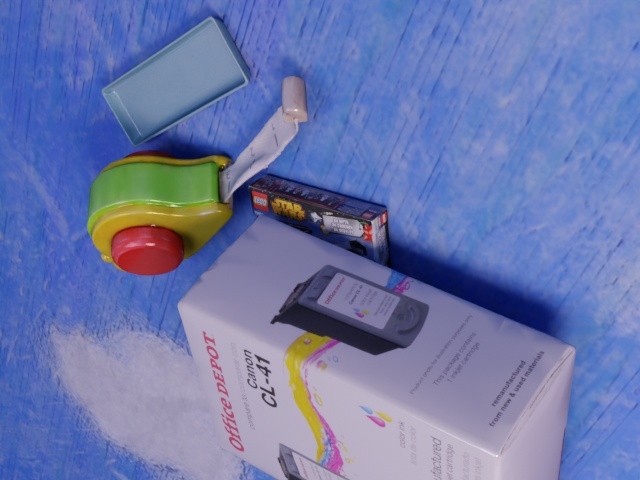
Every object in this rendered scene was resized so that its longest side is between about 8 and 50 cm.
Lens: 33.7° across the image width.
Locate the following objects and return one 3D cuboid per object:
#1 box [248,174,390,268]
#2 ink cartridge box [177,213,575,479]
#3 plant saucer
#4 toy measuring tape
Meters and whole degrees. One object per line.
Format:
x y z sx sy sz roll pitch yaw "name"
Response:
0.000 0.000 0.958 0.137 0.027 0.094 18 129 32 "box"
0.047 0.141 0.911 0.306 0.131 0.226 21 141 28 "ink cartridge box"
-0.136 -0.146 0.989 0.192 0.018 0.067 -20 102 45 "plant saucer"
-0.135 -0.055 0.970 0.121 0.121 0.330 51 138 2 "toy measuring tape"
